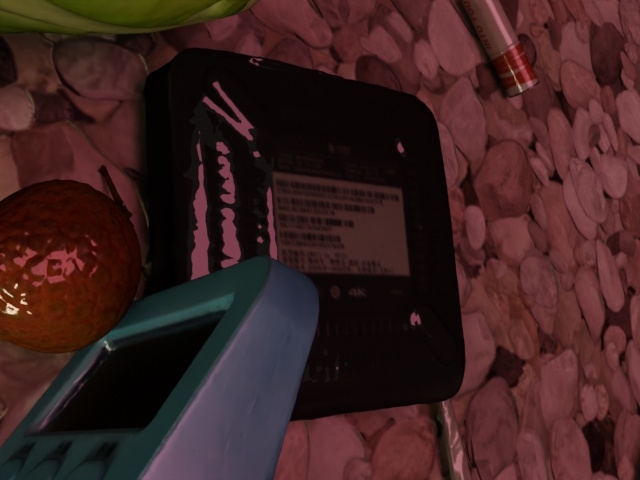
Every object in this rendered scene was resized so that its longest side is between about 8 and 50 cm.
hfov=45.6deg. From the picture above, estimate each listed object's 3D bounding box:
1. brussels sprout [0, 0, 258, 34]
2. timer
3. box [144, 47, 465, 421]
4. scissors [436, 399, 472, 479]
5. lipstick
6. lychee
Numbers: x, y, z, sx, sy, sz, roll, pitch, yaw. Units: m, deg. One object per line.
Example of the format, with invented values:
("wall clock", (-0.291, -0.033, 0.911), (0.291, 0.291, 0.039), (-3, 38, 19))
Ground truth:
("brussels sprout", (-0.162, -0.263, 0.433), (0.371, 0.275, 0.315), (35, 45, -36))
("timer", (-0.120, 0.122, 0.386), (0.091, 0.231, 0.250), (35, 58, -25))
("box", (0.000, 0.000, 0.619), (0.289, 0.073, 0.289), (5, 76, -39))
("scissors", (0.130, 0.227, 0.705), (0.110, 0.021, 0.212), (-10, 85, -38))
("lipstick", (0.206, -0.231, 0.875), (0.038, 0.038, 0.131), (-39, 103, -39))
("lychee", (-0.155, 0.010, 0.469), (0.140, 0.101, 0.115), (-16, 97, -47))
